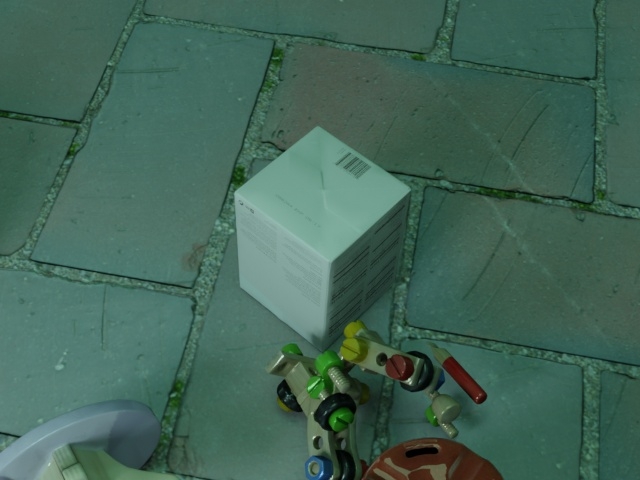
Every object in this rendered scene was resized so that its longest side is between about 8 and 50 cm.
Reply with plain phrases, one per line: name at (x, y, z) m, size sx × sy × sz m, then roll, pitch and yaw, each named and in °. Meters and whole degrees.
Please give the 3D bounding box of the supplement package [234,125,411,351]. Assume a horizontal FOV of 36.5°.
supplement package at (0.000, 0.000, 1.587) m, size 0.199 × 0.263 × 0.198 m, roll 36°, pitch 60°, yaw 22°

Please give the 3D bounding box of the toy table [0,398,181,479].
toy table at (-0.327, 0.352, 1.345) m, size 0.274 × 0.252 × 0.161 m, roll -33°, pitch 45°, yaw -12°

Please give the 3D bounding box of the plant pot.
plant pot at (0.139, 0.408, 1.290) m, size 0.272 × 0.265 × 0.272 m, roll 1°, pitch 54°, yaw -1°

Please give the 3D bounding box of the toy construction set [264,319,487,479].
toy construction set at (0.067, 0.206, 1.489) m, size 0.308 × 0.257 × 0.237 m, roll -7°, pitch 38°, yaw -32°
